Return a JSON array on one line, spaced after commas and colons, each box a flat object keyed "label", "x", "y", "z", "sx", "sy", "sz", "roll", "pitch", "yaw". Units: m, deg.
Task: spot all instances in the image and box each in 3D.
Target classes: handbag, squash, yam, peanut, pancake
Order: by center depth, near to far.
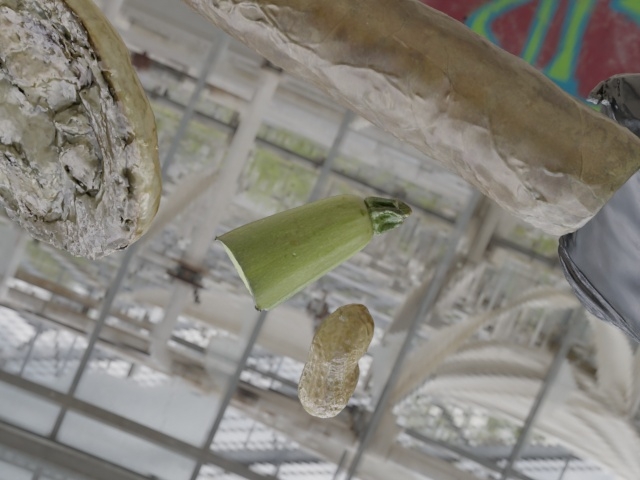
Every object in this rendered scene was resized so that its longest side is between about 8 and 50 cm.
[{"label": "yam", "x": 0.002, "y": -0.100, "z": 0.531, "sx": 0.299, "sy": 0.066, "sz": 0.066, "roll": 33, "pitch": -176, "yaw": 1}, {"label": "peanut", "x": 0.014, "y": 0.103, "z": 1.041, "sx": 0.054, "sy": 0.113, "sz": 0.054, "roll": 18, "pitch": -159, "yaw": -7}, {"label": "handbag", "x": 0.371, "y": -0.005, "z": 1.183, "sx": 0.275, "sy": 0.178, "sz": 0.302, "roll": 9, "pitch": 140, "yaw": 3}, {"label": "pancake", "x": -0.314, "y": -0.152, "z": 1.311, "sx": 0.387, "sy": 0.387, "sz": 0.082, "roll": 25, "pitch": -136, "yaw": 26}, {"label": "squash", "x": -0.009, "y": -0.004, "z": 1.727, "sx": 0.287, "sy": 0.137, "sz": 0.137, "roll": -27, "pitch": -150, "yaw": -23}]
